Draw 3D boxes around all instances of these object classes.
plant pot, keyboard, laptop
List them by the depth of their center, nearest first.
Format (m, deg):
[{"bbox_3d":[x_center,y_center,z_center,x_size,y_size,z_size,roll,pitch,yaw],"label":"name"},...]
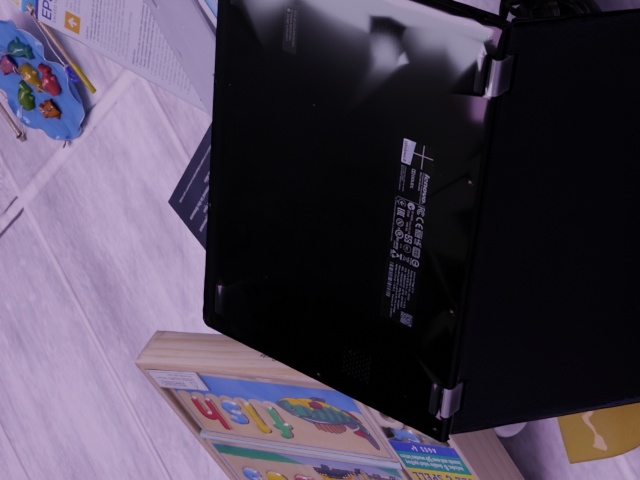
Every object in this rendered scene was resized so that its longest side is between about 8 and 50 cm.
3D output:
[{"bbox_3d":[0.136,-0.055,1.349,0.408,0.236,0.381,23,125,27],"label":"laptop"},{"bbox_3d":[0.274,0.154,1.486,0.083,0.081,0.081,-7,103,41],"label":"plant pot"},{"bbox_3d":[-0.107,-0.164,1.690,0.072,0.014,0.256,2,132,43],"label":"keyboard"}]

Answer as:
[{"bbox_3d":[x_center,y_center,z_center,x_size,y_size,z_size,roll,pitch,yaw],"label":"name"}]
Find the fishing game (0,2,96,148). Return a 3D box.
[{"bbox_3d":[-0.380,-0.199,2.085,0.189,0.041,0.264,56,149,-13],"label":"fishing game"}]

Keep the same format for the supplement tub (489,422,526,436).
[{"bbox_3d":[0.155,0.157,1.632,0.107,0.071,0.071,8,114,47],"label":"supplement tub"}]

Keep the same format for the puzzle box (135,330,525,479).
[{"bbox_3d":[0.018,0.212,1.711,0.409,0.052,0.272,1,136,43],"label":"puzzle box"}]

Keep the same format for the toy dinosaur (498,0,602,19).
[{"bbox_3d":[0.145,-0.285,1.373,0.322,0.164,0.218,-86,-14,-76],"label":"toy dinosaur"}]

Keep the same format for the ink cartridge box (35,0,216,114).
[{"bbox_3d":[-0.153,-0.315,1.715,0.330,0.071,0.324,31,131,22],"label":"ink cartridge box"}]

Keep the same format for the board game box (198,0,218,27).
[{"bbox_3d":[-0.077,-0.322,1.566,0.193,0.053,0.305,-30,95,44],"label":"board game box"}]

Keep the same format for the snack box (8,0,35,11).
[{"bbox_3d":[-0.389,-0.464,1.976,0.187,0.060,0.322,39,134,31],"label":"snack box"}]

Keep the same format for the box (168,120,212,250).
[{"bbox_3d":[-0.032,-0.024,1.604,0.207,0.108,0.153,52,136,16],"label":"box"}]
